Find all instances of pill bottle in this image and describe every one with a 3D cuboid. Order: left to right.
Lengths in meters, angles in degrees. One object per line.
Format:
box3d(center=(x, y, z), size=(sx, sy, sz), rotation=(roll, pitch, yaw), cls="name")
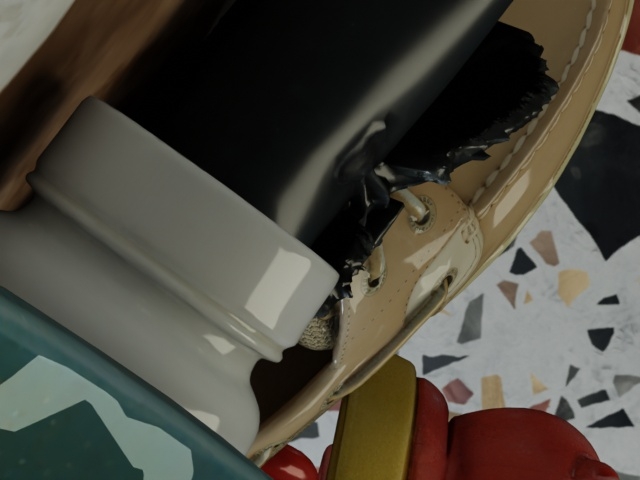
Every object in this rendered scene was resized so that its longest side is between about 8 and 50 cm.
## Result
box3d(center=(-0.062, 0.043, 0.403), size=(0.137, 0.078, 0.078), rotation=(-53, 180, -2), cls="pill bottle")

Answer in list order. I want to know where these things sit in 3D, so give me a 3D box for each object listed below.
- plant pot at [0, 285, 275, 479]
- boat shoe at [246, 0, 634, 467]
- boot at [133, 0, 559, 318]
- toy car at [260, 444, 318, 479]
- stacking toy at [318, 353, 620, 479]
box3d(center=(-0.066, 0.224, 0.224), size=(0.334, 0.341, 0.341), rotation=(-45, 180, 2), cls="plant pot")
box3d(center=(0.000, 0.000, 0.745), size=(0.341, 0.122, 0.110), rotation=(-52, 180, 9), cls="boat shoe")
box3d(center=(-0.025, 0.010, 0.583), size=(0.207, 0.094, 0.246), rotation=(-49, 172, -19), cls="boot")
box3d(center=(-0.075, 0.118, 0.985), size=(0.182, 0.136, 0.159), rotation=(-53, 180, -26), cls="toy car")
box3d(center=(0.048, 0.218, 0.966), size=(0.309, 0.130, 0.279), rotation=(101, 0, -73), cls="stacking toy")
